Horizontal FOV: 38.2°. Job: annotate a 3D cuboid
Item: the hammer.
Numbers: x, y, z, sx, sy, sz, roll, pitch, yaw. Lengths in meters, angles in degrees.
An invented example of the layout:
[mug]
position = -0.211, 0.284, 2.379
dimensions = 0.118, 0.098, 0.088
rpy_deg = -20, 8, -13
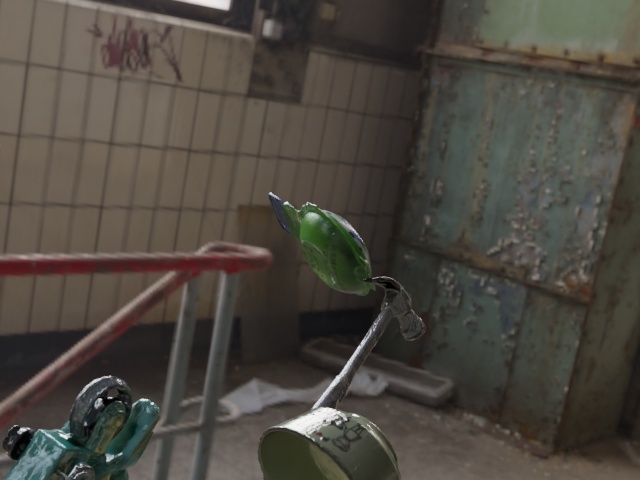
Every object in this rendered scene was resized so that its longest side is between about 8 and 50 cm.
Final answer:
[hammer]
position = 0.051, 0.224, 1.519
dimensions = 0.044, 0.152, 0.427
rpy_deg = -11, 32, 41

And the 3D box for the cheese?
[cheese]
position = 0.000, 0.000, 1.749
dimensions = 0.083, 0.204, 0.320
rpy_deg = -34, 41, -17

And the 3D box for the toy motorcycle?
[toy motorcycle]
position = -0.286, 0.299, 1.049
dimensions = 0.109, 0.297, 0.198
rpy_deg = 24, -16, 30

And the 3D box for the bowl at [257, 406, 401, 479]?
[bowl]
position = 0.026, 0.304, 1.224
dimensions = 0.211, 0.212, 0.112
rpy_deg = 19, 42, 39
